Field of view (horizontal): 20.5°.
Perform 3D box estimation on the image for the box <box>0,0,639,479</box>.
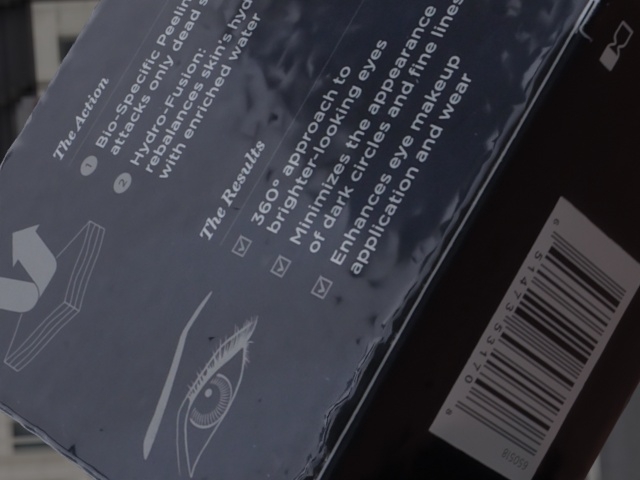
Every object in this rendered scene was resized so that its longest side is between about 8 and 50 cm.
[{"bbox_3d":[0.000,0.000,0.450,0.093,0.158,0.156,35,-97,-46],"label":"box"}]
